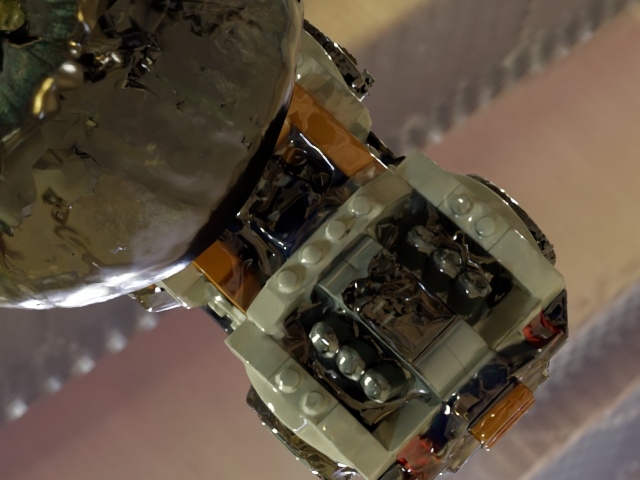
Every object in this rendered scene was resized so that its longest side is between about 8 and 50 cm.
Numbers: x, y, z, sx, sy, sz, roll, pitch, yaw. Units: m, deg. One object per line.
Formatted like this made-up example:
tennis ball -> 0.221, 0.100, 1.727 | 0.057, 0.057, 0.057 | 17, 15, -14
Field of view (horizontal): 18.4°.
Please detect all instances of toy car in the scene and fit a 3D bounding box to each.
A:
toy car -> 0.000, 0.000, 1.085 | 0.193, 0.301, 0.118 | -44, -24, -7

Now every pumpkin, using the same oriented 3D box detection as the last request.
pumpkin -> -0.119, -0.085, 0.854 | 0.233, 0.233, 0.163 | -47, -18, 4
